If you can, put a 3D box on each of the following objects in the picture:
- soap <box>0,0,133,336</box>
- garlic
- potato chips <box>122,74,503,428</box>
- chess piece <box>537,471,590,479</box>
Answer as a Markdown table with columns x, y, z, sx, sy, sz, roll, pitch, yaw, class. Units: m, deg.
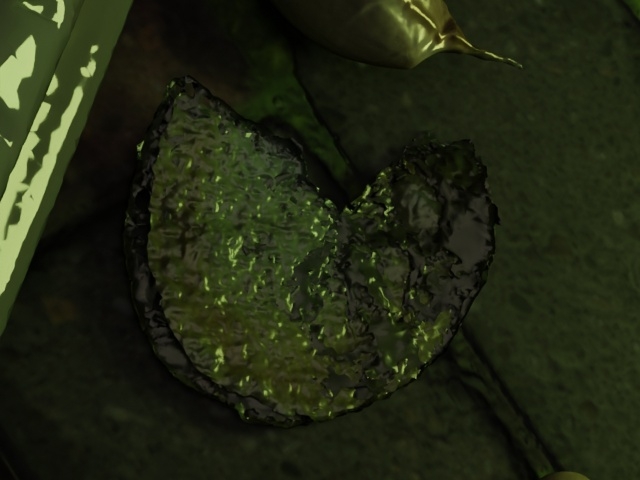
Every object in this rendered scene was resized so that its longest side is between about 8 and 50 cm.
| x | y | z | sx | sy | sz | roll | pitch | yaw | class |
| --- | --- | --- | --- | --- | --- | --- | --- | --- | --- |
| -0.267 | -0.085 | 0.509 | 0.350 | 0.213 | 0.435 | 16 | 62 | -7 | soap |
| 0.028 | -0.168 | 0.768 | 0.128 | 0.090 | 0.198 | -27 | 80 | -36 | garlic |
| -0.001 | 0.001 | 0.741 | 0.220 | 0.029 | 0.202 | -6 | 77 | -17 | potato chips |
| 0.252 | 0.190 | 0.731 | 0.307 | 0.124 | 0.138 | 18 | 100 | -9 | chess piece |
